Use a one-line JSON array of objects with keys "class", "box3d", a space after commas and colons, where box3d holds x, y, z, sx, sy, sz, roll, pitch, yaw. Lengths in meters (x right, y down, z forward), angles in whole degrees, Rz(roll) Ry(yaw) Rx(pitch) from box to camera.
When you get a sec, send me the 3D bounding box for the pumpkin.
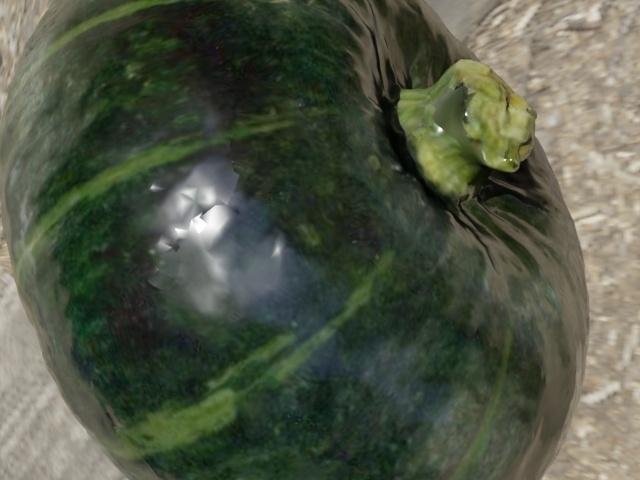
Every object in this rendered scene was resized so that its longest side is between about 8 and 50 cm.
[{"class": "pumpkin", "box3d": [-0.002, 0.002, 0.428, 0.125, 0.167, 0.167, -19, 93, 9]}]
